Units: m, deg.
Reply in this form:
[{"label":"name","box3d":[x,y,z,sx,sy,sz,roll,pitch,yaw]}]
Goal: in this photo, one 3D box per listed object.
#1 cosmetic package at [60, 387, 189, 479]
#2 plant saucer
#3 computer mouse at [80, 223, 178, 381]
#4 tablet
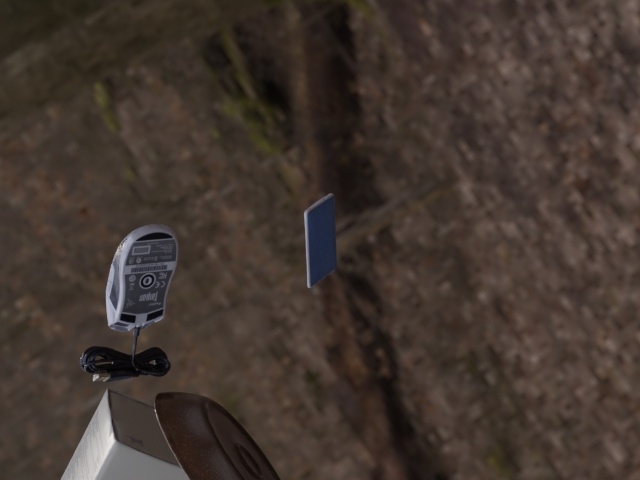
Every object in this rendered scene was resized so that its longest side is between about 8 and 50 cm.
[{"label":"cosmetic package","box3d":[-0.258,0.350,2.272,0.129,0.296,0.153,23,-163,-17]},{"label":"plant saucer","box3d":[-0.077,0.210,1.720,0.198,0.036,0.198,53,-174,-8]},{"label":"computer mouse","box3d":[-0.194,0.061,1.995,0.042,0.106,0.193,44,128,48]},{"label":"tablet","box3d":[0.000,0.000,1.859,0.006,0.054,0.083,13,118,29]}]
